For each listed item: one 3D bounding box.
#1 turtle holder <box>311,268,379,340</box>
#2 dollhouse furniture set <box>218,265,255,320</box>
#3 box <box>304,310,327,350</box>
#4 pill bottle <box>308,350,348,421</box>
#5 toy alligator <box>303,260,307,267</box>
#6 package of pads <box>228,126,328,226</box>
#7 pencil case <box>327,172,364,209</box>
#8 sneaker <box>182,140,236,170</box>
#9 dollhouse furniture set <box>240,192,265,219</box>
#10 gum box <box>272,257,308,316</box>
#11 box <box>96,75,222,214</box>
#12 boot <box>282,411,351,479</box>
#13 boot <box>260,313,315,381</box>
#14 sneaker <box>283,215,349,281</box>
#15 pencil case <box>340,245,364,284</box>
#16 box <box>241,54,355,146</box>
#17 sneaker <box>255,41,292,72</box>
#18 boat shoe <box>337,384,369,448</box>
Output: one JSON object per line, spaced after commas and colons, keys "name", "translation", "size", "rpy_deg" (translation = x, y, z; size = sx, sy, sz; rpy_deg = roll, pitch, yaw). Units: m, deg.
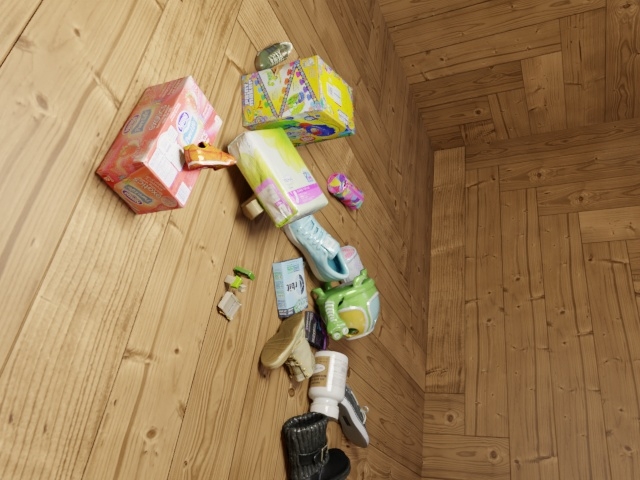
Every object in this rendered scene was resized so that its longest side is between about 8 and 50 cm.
{"name": "turtle holder", "translation": [0.116, 0.254, 2.001], "size": [0.320, 0.243, 0.227], "rpy_deg": [-173, -116, -84]}
{"name": "dollhouse furniture set", "translation": [-0.256, 0.148, 1.530], "size": [0.151, 0.059, 0.076], "rpy_deg": [-60, 148, -24]}
{"name": "box", "translation": [-0.018, 0.343, 1.997], "size": [0.162, 0.029, 0.116], "rpy_deg": [42, 47, -54]}
{"name": "pill bottle", "translation": [0.025, 0.529, 1.922], "size": [0.131, 0.131, 0.229], "rpy_deg": [51, 40, -50]}
{"name": "toy alligator", "translation": [-0.021, 0.045, 2.030], "size": [0.189, 0.051, 0.056], "rpy_deg": [-60, 137, -52]}
{"name": "package of pads", "translation": [-0.127, -0.197, 1.610], "size": [0.296, 0.101, 0.229], "rpy_deg": [57, 29, 2]}
{"name": "pencil case", "translation": [0.114, -0.215, 2.331], "size": [0.236, 0.105, 0.104], "rpy_deg": [30, 57, -61]}
{"name": "sneaker", "translation": [-0.251, -0.199, 1.233], "size": [0.175, 0.064, 0.067], "rpy_deg": [-11, 86, -70]}
{"name": "dollhouse furniture set", "translation": [-0.225, -0.152, 1.627], "size": [0.161, 0.101, 0.182], "rpy_deg": [54, 30, -4]}
{"name": "gum box", "translation": [-0.104, 0.160, 1.836], "size": [0.157, 0.041, 0.184], "rpy_deg": [-12, 94, -66]}
{"name": "box", "translation": [-0.365, -0.224, 1.234], "size": [0.154, 0.142, 0.299], "rpy_deg": [58, 35, -45]}
{"name": "boot", "translation": [-0.003, 0.711, 1.820], "size": [0.348, 0.131, 0.260], "rpy_deg": [1, 83, -65]}
{"name": "boot", "translation": [-0.098, 0.391, 1.739], "size": [0.262, 0.095, 0.203], "rpy_deg": [-57, 137, -60]}
{"name": "sneaker", "translation": [0.000, 0.000, 1.909], "size": [0.366, 0.150, 0.135], "rpy_deg": [56, 52, -30]}
{"name": "pencil case", "translation": [0.133, 0.156, 2.270], "size": [0.124, 0.114, 0.273], "rpy_deg": [-45, 128, -35]}
{"name": "box", "translation": [-0.068, -0.450, 1.770], "size": [0.290, 0.279, 0.176], "rpy_deg": [12, 74, -64]}
{"name": "sneaker", "translation": [-0.158, -0.650, 1.851], "size": [0.192, 0.086, 0.064], "rpy_deg": [-65, 141, -48]}
{"name": "boat shoe", "translation": [0.133, 0.711, 2.142], "size": [0.105, 0.113, 0.306], "rpy_deg": [-48, 120, -40]}
